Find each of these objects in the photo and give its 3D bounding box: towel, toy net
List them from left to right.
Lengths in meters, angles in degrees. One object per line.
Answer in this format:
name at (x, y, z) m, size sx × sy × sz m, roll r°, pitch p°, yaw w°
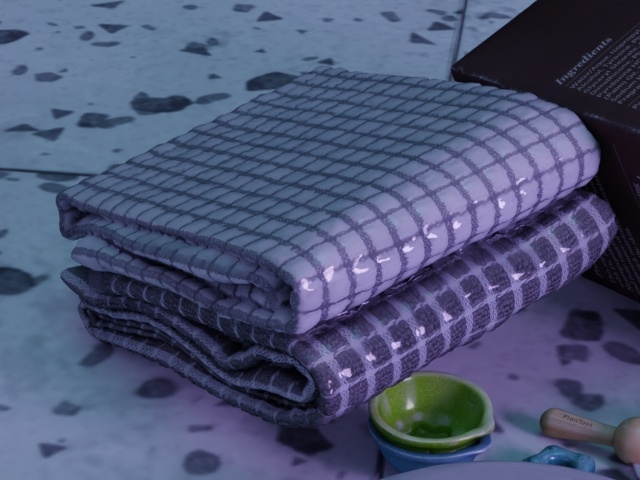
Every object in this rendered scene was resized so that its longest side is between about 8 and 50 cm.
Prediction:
towel at (0.000, 0.000, 1.038) m, size 0.235 × 0.121 × 0.284 m, roll -28°, pitch 24°, yaw -29°
toy net at (0.145, 0.115, 0.941) m, size 0.232 × 0.045 × 0.122 m, roll -4°, pitch 28°, yaw -8°

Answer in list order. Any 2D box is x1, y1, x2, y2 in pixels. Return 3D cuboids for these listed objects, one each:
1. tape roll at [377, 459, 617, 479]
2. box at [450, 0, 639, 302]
tape roll at (0.087, 0.190, 0.776) m, size 0.219 × 0.072 × 0.219 m, roll 0°, pitch 28°, yaw 0°
box at (0.225, -0.070, 1.074) m, size 0.167 × 0.168 × 0.203 m, roll -39°, pitch 32°, yaw -14°
